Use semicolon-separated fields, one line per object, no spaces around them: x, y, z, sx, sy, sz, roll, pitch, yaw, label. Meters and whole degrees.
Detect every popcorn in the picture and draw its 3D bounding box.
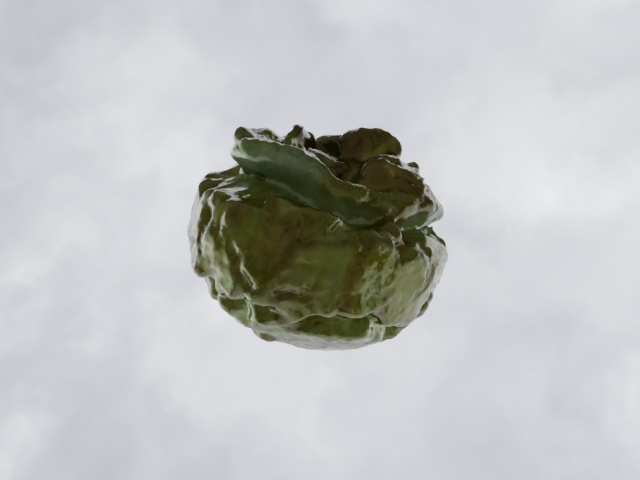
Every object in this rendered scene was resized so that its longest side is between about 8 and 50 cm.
0.000;0.000;0.765;0.204;0.221;0.184;51;-53;49;popcorn
